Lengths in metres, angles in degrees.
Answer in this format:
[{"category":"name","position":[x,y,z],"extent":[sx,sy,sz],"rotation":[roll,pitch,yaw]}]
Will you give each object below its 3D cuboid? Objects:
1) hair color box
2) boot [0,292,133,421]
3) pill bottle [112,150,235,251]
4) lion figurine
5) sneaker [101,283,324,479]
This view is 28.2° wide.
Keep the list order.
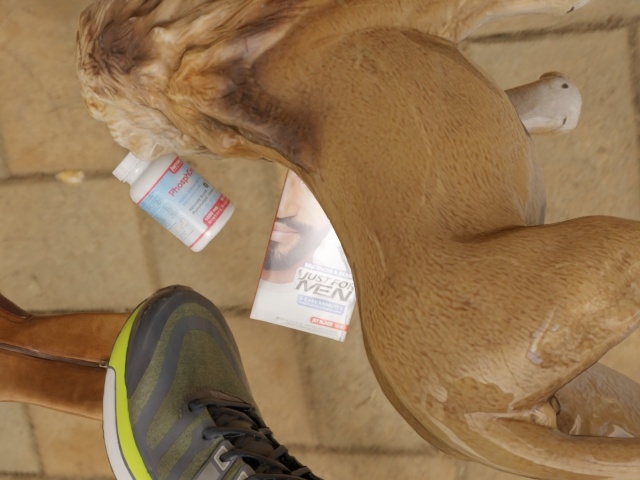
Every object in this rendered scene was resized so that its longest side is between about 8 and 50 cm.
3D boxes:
[{"category":"hair color box","position":[0.000,0.000,1.162],"extent":[0.093,0.053,0.167],"rotation":[14,110,-2]},{"category":"boot","position":[-0.361,0.088,1.589],"extent":[0.280,0.264,0.096],"rotation":[2,150,9]},{"category":"pill bottle","position":[-0.202,-0.065,1.738],"extent":[0.160,0.087,0.087],"rotation":[40,120,-10]},{"category":"lion figurine","position":[0.048,-0.020,0.543],"extent":[0.392,0.240,0.142],"rotation":[-123,30,-47]},{"category":"sneaker","position":[-0.031,0.154,0.723],"extent":[0.121,0.111,0.300],"rotation":[-38,64,36]}]
